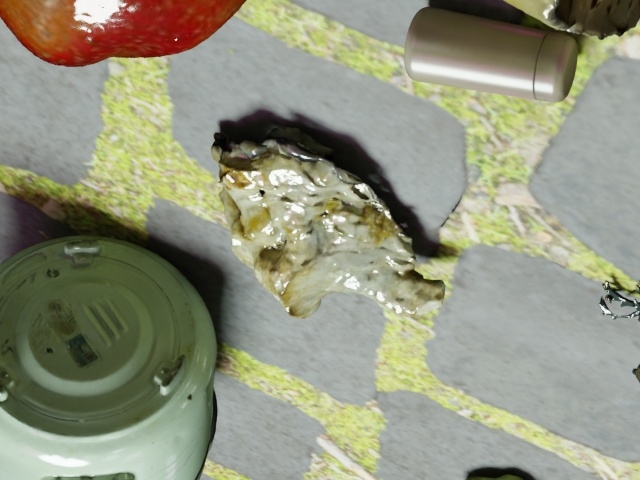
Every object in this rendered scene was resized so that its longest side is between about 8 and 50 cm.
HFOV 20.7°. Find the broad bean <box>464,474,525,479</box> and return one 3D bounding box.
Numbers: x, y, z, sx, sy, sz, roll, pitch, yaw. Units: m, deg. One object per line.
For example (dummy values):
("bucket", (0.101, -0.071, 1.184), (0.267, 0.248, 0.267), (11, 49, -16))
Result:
("broad bean", (0.151, 0.226, 1.504), (0.063, 0.045, 0.083), (38, 155, -17))

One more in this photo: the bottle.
("bottle", (0.100, -0.107, 1.026), (0.096, 0.045, 0.045), (13, 147, 18))

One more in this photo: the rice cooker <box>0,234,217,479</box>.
("rice cooker", (-0.195, 0.132, 1.439), (0.226, 0.226, 0.244), (23, 151, 5))

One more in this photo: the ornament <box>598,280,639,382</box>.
("ornament", (0.231, 0.078, 1.205), (0.125, 0.028, 0.073), (48, 150, -3))

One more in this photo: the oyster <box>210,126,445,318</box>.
("oyster", (0.000, 0.000, 1.236), (0.191, 0.081, 0.163), (18, 145, 6))

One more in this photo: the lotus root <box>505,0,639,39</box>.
("lotus root", (0.111, -0.166, 0.895), (0.135, 0.095, 0.159), (27, -170, 8))

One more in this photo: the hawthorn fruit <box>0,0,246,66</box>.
("hawthorn fruit", (-0.106, -0.183, 0.955), (0.169, 0.169, 0.188), (35, 150, -15))
